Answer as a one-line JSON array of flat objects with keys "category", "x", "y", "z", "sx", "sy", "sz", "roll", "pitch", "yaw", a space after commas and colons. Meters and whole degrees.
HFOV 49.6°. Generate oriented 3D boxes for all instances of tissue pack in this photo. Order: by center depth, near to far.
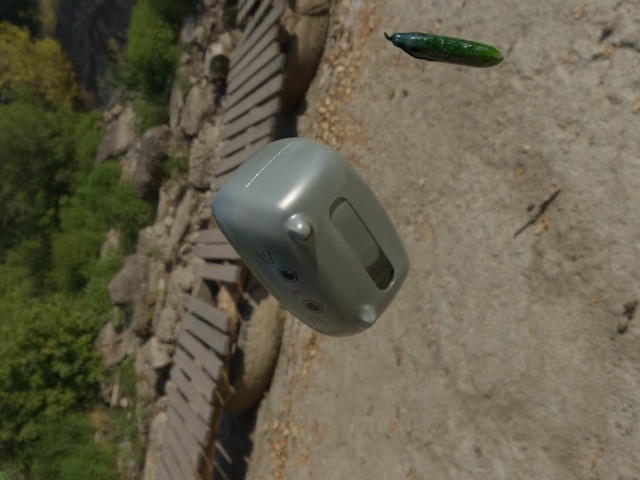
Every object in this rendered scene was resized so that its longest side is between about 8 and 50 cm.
[{"category": "tissue pack", "x": 0.000, "y": 0.000, "z": 1.157, "sx": 0.229, "sy": 0.333, "sz": 0.236, "roll": -48, "pitch": 33, "yaw": -19}]

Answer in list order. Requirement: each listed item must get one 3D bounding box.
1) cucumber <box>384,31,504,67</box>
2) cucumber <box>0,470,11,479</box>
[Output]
[{"category": "cucumber", "x": 0.157, "y": -0.246, "z": 0.888, "sx": 0.037, "sy": 0.155, "sz": 0.037, "roll": 12, "pitch": -90, "yaw": -83}, {"category": "cucumber", "x": -0.471, "y": 0.407, "z": 0.960, "sx": 0.046, "sy": 0.070, "sz": 0.220, "roll": -59, "pitch": -20, "yaw": -83}]
